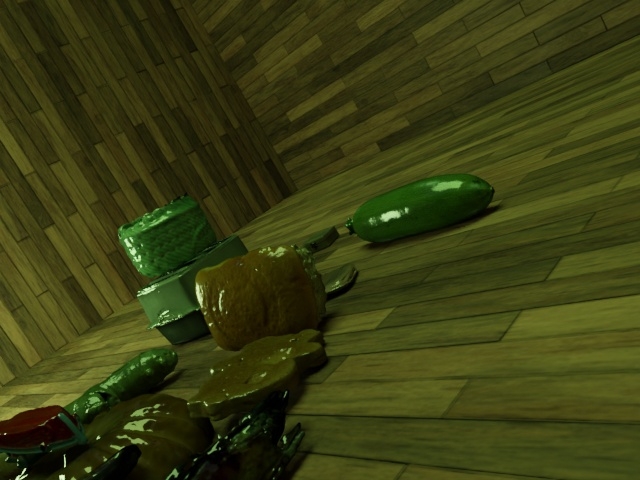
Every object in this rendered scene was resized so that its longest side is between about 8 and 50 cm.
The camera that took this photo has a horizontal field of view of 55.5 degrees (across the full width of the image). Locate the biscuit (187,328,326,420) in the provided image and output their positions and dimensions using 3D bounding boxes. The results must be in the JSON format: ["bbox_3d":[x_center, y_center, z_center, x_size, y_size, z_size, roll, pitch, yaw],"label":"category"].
[{"bbox_3d":[-0.084,0.189,0.869,0.184,0.035,0.249,-14,8,17],"label":"biscuit"}]

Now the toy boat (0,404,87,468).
[{"bbox_3d":[-0.368,0.258,0.798,0.173,0.058,0.069,-17,14,31],"label":"toy boat"}]

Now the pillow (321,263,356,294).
[{"bbox_3d":[-0.024,0.105,1.222,0.211,0.034,0.135,-25,7,19],"label":"pillow"}]

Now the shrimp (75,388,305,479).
[{"bbox_3d":[-0.177,0.259,0.617,0.233,0.071,0.365,3,29,36],"label":"shrimp"}]

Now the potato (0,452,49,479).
[{"bbox_3d":[-0.489,0.399,1.018,0.101,0.089,0.172,-12,-26,-12],"label":"potato"}]

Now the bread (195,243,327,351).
[{"bbox_3d":[-0.101,0.099,1.065,0.246,0.174,0.121,-14,13,35],"label":"bread"}]

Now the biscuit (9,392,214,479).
[{"bbox_3d":[-0.299,0.310,0.801,0.326,0.107,0.326,-26,9,4],"label":"biscuit"}]

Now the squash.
[{"bbox_3d":[0.179,-0.060,1.250,0.107,0.107,0.395,-37,13,-35],"label":"squash"}]

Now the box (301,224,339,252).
[{"bbox_3d":[0.000,0.000,1.674,0.079,0.035,0.083,-23,13,34],"label":"box"}]

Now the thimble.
[{"bbox_3d":[-0.381,-0.011,1.511,0.219,0.150,0.219,-27,9,5],"label":"thimble"}]

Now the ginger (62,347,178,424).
[{"bbox_3d":[-0.408,0.306,1.184,0.290,0.089,0.137,-31,-10,-37],"label":"ginger"}]

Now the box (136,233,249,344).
[{"bbox_3d":[-0.293,0.122,1.523,0.221,0.166,0.290,-23,12,35],"label":"box"}]
